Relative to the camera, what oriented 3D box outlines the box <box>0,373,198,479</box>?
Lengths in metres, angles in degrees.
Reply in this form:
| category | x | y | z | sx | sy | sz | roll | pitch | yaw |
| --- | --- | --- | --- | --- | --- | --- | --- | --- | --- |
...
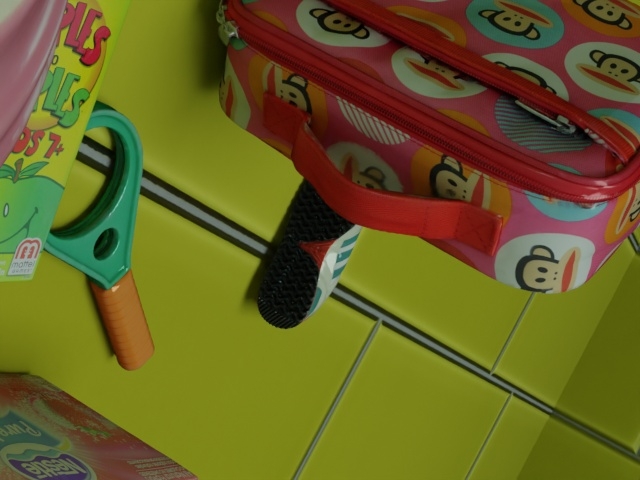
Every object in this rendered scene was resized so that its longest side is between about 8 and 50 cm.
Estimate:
| category | x | y | z | sx | sy | sz | roll | pitch | yaw |
| --- | --- | --- | --- | --- | --- | --- | --- | --- | --- |
| box | -0.203 | 0.161 | 0.618 | 0.154 | 0.142 | 0.300 | -63 | 162 | 0 |

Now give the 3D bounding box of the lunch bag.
| category | x | y | z | sx | sy | sz | roll | pitch | yaw |
| --- | --- | --- | --- | --- | --- | --- | --- | --- | --- |
| lunch bag | 0.082 | -0.093 | 0.776 | 0.258 | 0.293 | 0.120 | -40 | 152 | -41 |

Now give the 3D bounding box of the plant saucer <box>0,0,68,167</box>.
| category | x | y | z | sx | sy | sz | roll | pitch | yaw |
| --- | --- | --- | --- | --- | --- | --- | --- | --- | --- |
| plant saucer | -0.173 | -0.137 | 0.268 | 0.332 | 0.084 | 0.332 | 28 | 53 | -46 |

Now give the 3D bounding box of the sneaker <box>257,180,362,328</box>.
| category | x | y | z | sx | sy | sz | roll | pitch | yaw |
| --- | --- | --- | --- | --- | --- | --- | --- | --- | --- |
| sneaker | 0.000 | 0.000 | 1.005 | 0.161 | 0.057 | 0.075 | -63 | 172 | -3 |

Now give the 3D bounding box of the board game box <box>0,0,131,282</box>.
| category | x | y | z | sx | sy | sz | roll | pitch | yaw |
| --- | --- | --- | --- | --- | --- | --- | --- | --- | --- |
| board game box | -0.165 | -0.067 | 0.618 | 0.092 | 0.043 | 0.181 | 0 | 115 | -62 |

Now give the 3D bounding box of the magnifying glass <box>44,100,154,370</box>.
| category | x | y | z | sx | sy | sz | roll | pitch | yaw |
| --- | --- | --- | --- | --- | --- | --- | --- | --- | --- |
| magnifying glass | -0.138 | 0.007 | 0.765 | 0.092 | 0.026 | 0.231 | -47 | 152 | -30 |
